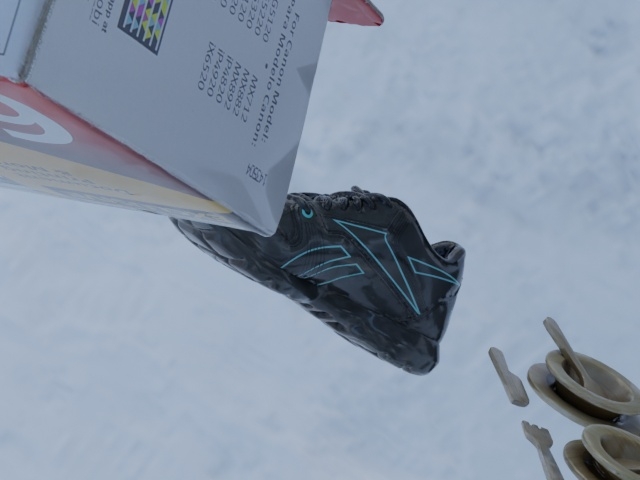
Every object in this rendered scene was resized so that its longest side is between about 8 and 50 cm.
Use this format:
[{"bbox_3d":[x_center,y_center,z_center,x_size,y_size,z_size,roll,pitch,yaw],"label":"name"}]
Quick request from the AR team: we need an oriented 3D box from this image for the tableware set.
[{"bbox_3d":[0.190,0.117,1.275,0.194,0.128,0.039,-107,40,-66],"label":"tableware set"}]

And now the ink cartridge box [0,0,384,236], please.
[{"bbox_3d":[-0.164,-0.099,0.837,0.309,0.272,0.130,10,80,26],"label":"ink cartridge box"}]

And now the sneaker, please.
[{"bbox_3d":[0.000,0.000,1.412,0.101,0.267,0.106,28,87,52],"label":"sneaker"}]
